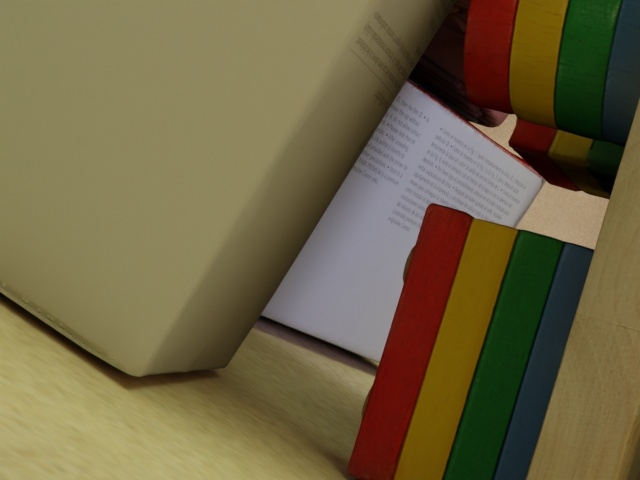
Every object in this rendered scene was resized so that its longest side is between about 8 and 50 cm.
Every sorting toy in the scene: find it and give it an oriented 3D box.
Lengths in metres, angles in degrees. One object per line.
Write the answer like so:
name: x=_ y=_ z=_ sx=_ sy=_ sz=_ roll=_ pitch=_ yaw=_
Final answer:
sorting toy: x=0.099 y=-0.013 z=0.552 sx=0.089 sy=0.255 sz=0.257 roll=16 pitch=-1 yaw=18

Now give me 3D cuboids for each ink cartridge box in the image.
ink cartridge box: x=-0.087 y=-0.079 z=0.738 sx=0.272 sy=0.130 sz=0.309 roll=33 pitch=4 yaw=36

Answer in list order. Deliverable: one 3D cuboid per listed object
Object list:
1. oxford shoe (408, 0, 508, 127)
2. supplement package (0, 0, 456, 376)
oxford shoe: x=0.058 y=-0.171 z=0.652 sx=0.140 sy=0.146 sz=0.397 roll=34 pitch=-4 yaw=9
supplement package: x=-0.036 y=-0.059 z=0.474 sx=0.105 sy=0.179 sz=0.105 roll=32 pitch=2 yaw=10
